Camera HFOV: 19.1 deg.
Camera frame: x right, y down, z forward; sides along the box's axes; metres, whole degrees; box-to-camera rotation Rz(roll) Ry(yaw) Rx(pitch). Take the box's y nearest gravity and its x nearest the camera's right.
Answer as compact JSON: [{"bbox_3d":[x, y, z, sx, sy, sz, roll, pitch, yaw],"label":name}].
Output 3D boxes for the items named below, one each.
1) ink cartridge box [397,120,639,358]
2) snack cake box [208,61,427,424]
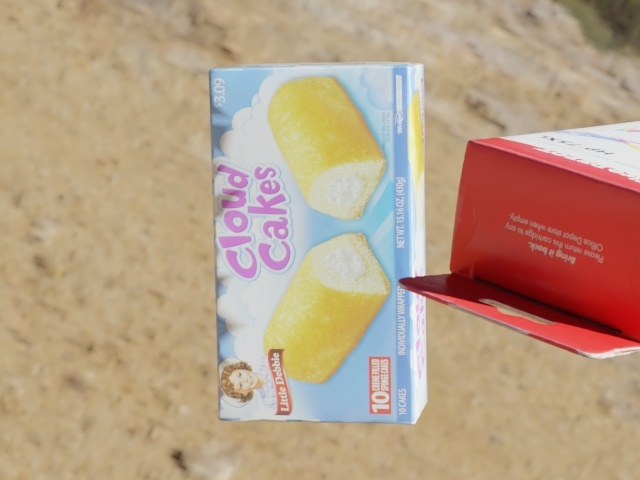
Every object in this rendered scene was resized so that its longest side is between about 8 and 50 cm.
[{"bbox_3d":[0.164,-0.007,0.990,0.134,0.078,0.231,20,20,41],"label":"ink cartridge box"},{"bbox_3d":[0.000,0.000,1.418,0.152,0.264,0.089,0,7,10],"label":"snack cake box"}]
